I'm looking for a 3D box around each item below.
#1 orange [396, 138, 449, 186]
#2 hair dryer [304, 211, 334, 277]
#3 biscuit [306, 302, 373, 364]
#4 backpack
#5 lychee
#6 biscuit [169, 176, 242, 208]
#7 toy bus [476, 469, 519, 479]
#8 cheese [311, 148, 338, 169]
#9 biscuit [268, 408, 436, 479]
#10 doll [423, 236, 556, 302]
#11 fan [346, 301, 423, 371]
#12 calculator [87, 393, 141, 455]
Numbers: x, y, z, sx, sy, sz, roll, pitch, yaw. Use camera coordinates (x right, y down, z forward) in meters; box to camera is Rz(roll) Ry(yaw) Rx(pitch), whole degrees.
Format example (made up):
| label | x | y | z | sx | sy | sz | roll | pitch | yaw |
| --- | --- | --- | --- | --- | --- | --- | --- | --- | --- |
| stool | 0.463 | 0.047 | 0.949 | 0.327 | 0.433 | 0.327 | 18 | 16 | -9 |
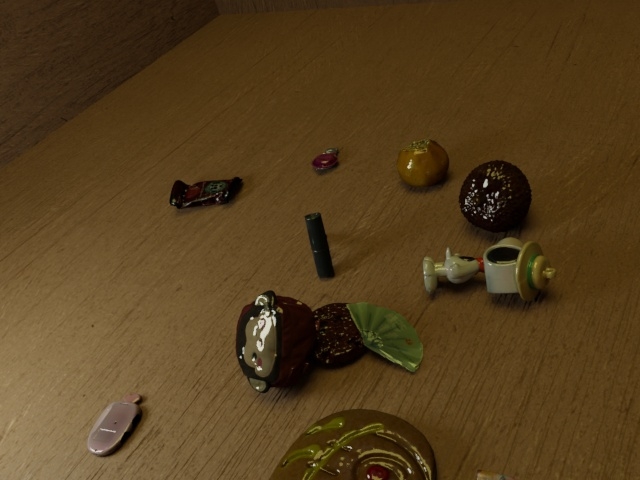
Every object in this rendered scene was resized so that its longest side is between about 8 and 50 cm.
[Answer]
| label | x | y | z | sx | sy | sz | roll | pitch | yaw |
| --- | --- | --- | --- | --- | --- | --- | --- | --- | --- |
| orange | 0.302 | -0.232 | 1.888 | 0.154 | 0.134 | 0.155 | -6 | 42 | 6 |
| hair dryer | -0.003 | -0.015 | 1.728 | 0.050 | 0.173 | 0.195 | -10 | 22 | 3 |
| biscuit | 0.032 | 0.217 | 1.493 | 0.192 | 0.049 | 0.192 | -7 | 34 | 4 |
| backpack | -0.112 | 0.222 | 1.441 | 0.138 | 0.229 | 0.229 | 8 | 19 | -38 |
| lychee | 0.450 | -0.111 | 1.637 | 0.194 | 0.194 | 0.194 | -11 | 37 | 9 |
| biscuit | -0.385 | -0.163 | 2.141 | 0.235 | 0.063 | 0.151 | -7 | 38 | 10 |
| toy bus | 0.268 | 0.502 | 0.992 | 0.112 | 0.090 | 0.274 | 6 | 43 | 20 |
| cheese | 0.020 | -0.273 | 2.138 | 0.095 | 0.038 | 0.145 | 1 | 34 | 22 |
| biscuit | 0.054 | 0.471 | 1.135 | 0.350 | 0.070 | 0.394 | 4 | 42 | 27 |
| doll | 0.379 | 0.078 | 1.472 | 0.271 | 0.144 | 0.208 | -13 | 16 | 1 |
| fan | 0.148 | 0.207 | 1.447 | 0.131 | 0.009 | 0.240 | -21 | 45 | -30 |
| calculator | -0.467 | 0.417 | 1.461 | 0.103 | 0.024 | 0.166 | 1 | 41 | 24 |
